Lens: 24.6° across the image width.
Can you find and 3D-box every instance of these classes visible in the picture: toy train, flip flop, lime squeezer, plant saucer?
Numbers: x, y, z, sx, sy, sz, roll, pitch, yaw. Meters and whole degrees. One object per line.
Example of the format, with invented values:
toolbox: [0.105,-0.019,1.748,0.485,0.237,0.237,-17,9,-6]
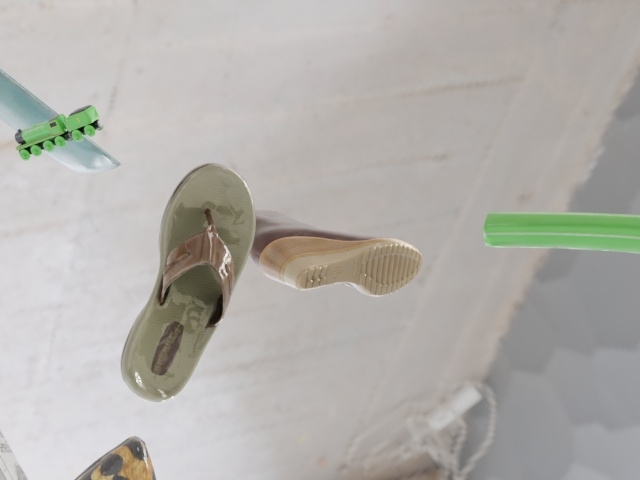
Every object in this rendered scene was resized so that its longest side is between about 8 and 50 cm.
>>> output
toy train: [-0.196,-0.080,1.090,0.083,0.023,0.017,-15,-161,31]
flip flop: [-0.142,0.050,1.634,0.112,0.080,0.277,24,83,-22]
lime squeezer: [0.225,0.029,0.591,0.058,0.310,0.110,-68,-171,-27]
plant saucer: [-0.357,-0.167,1.617,0.043,0.318,0.317,-52,145,-1]

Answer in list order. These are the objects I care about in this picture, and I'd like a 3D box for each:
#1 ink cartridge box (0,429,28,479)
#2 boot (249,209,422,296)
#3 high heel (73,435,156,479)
ink cartridge box: [-0.318,0.261,1.331,0.115,0.272,0.198,-29,175,-7]
boot: [0.000,0.000,2.086,0.248,0.207,0.090,-3,117,-37]
high heel: [-0.125,0.254,0.801,0.093,0.186,0.261,13,109,-22]
